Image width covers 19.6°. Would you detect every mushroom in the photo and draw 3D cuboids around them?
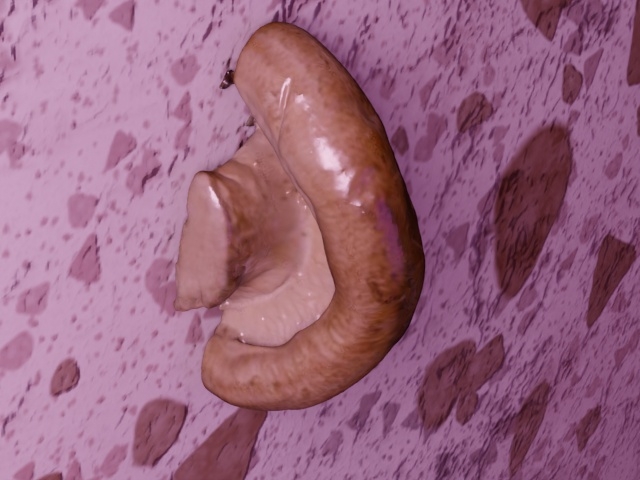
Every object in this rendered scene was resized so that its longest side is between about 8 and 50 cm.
[{"bbox_3d":[0.000,0.000,1.280,0.156,0.151,0.285,-25,131,-49],"label":"mushroom"}]
